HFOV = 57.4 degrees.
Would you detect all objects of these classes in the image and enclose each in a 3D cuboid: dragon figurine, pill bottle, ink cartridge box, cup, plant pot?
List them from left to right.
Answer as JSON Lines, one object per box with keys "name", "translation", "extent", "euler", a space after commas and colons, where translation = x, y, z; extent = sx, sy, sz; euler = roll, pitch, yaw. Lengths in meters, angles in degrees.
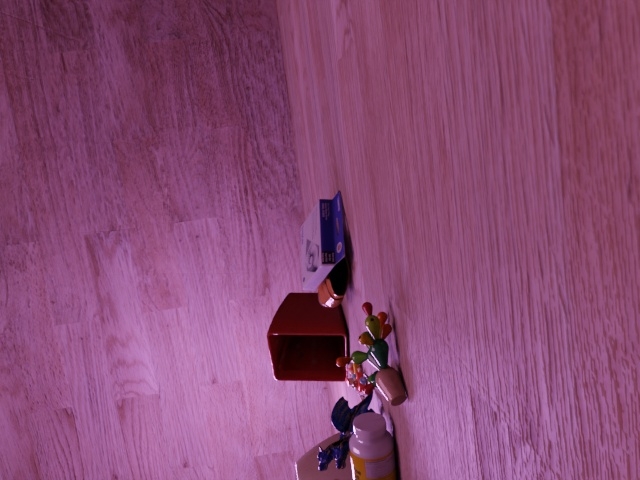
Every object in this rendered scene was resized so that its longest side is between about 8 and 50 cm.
{"name": "plant pot", "translation": [-0.035, 0.331, 2.102], "extent": [0.235, 0.268, 0.267], "euler": [-86, -6, -49]}
{"name": "ink cartridge box", "translation": [0.000, 0.000, 1.673], "extent": [0.224, 0.045, 0.223], "euler": [127, 147, -51]}
{"name": "cup", "translation": [0.044, 0.812, 1.967], "extent": [0.331, 0.237, 0.330], "euler": [172, 90, -85]}
{"name": "dragon figurine", "translation": [0.082, 0.442, 1.444], "extent": [0.144, 0.085, 0.289], "euler": [59, -135, -46]}
{"name": "pill bottle", "translation": [0.119, 0.492, 1.334], "extent": [0.103, 0.103, 0.184], "euler": [-114, 17, -73]}

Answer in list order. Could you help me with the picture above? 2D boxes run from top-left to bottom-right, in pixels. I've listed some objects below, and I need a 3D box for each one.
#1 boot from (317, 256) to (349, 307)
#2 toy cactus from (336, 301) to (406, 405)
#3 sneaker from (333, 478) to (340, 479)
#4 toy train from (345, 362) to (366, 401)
{"name": "boot", "translation": [0.024, 0.060, 1.763], "extent": [0.220, 0.109, 0.283], "euler": [122, 149, -73]}
{"name": "toy cactus", "translation": [0.110, 0.246, 1.160], "extent": [0.180, 0.112, 0.218], "euler": [-118, 27, -48]}
{"name": "sneaker", "translation": [0.084, 0.685, 1.300], "extent": [0.296, 0.131, 0.112], "euler": [55, 174, 12]}
{"name": "toy train", "translation": [0.104, 0.424, 1.739], "extent": [0.166, 0.046, 0.125], "euler": [89, 172, -53]}
